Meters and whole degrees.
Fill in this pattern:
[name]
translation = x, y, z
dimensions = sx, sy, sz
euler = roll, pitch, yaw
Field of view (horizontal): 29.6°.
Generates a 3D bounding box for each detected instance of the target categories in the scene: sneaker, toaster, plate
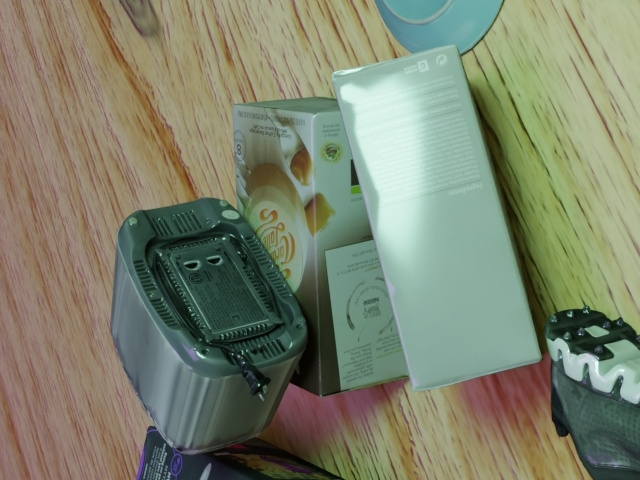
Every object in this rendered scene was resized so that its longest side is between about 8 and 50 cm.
[sneaker]
translation = 0.231, 0.135, 0.797
dimensions = 0.234, 0.078, 0.106
euler = 36, 130, 52
[toaster]
translation = -0.100, 0.083, 1.060
dimensions = 0.227, 0.129, 0.146
euler = 55, 144, 32
[plate]
translation = 0.084, -0.238, 0.971
dimensions = 0.188, 0.024, 0.188
euler = 20, 114, 55

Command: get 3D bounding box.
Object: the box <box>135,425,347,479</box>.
[box]
translation = -0.070, 0.297, 1.199
dimensions = 0.270, 0.143, 0.165
euler = 12, 90, 56

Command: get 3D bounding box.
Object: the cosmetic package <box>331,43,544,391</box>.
[cosmetic package]
translation = 0.090, -0.012, 0.906
dimensions = 0.127, 0.107, 0.238
euler = 35, -137, -79

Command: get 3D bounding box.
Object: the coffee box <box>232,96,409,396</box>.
[coffee box]
translation = 0.000, 0.000, 1.090
dimensions = 0.141, 0.098, 0.247
euler = 15, 110, 56
